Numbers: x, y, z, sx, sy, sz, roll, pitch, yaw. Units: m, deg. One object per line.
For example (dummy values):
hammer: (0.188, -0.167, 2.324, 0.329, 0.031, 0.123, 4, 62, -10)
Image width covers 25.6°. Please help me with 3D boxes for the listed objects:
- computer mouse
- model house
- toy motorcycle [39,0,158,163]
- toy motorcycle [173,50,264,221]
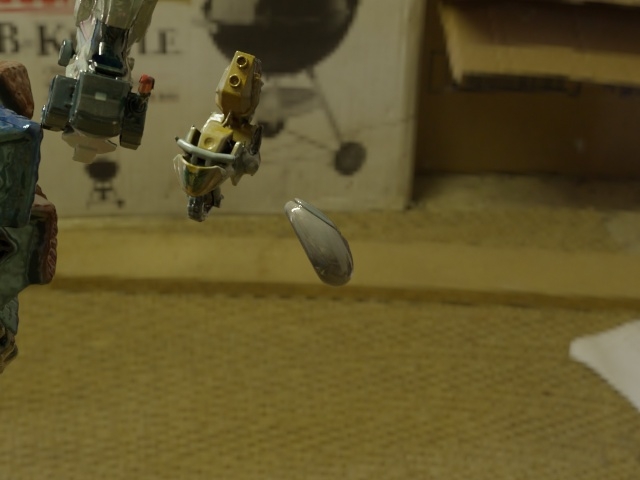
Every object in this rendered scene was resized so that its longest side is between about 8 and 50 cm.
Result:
computer mouse: (0.002, -0.001, 1.338, 0.039, 0.096, 0.066, -28, -14, 3)
model house: (-0.370, -0.031, 1.485, 0.252, 0.295, 0.329, 18, 57, 42)
toy motorcycle: (-0.174, -0.180, 1.181, 0.102, 0.221, 0.150, 13, -17, -17)
toy motorcycle: (-0.125, -0.136, 1.817, 0.094, 0.229, 0.130, 19, -6, 13)
